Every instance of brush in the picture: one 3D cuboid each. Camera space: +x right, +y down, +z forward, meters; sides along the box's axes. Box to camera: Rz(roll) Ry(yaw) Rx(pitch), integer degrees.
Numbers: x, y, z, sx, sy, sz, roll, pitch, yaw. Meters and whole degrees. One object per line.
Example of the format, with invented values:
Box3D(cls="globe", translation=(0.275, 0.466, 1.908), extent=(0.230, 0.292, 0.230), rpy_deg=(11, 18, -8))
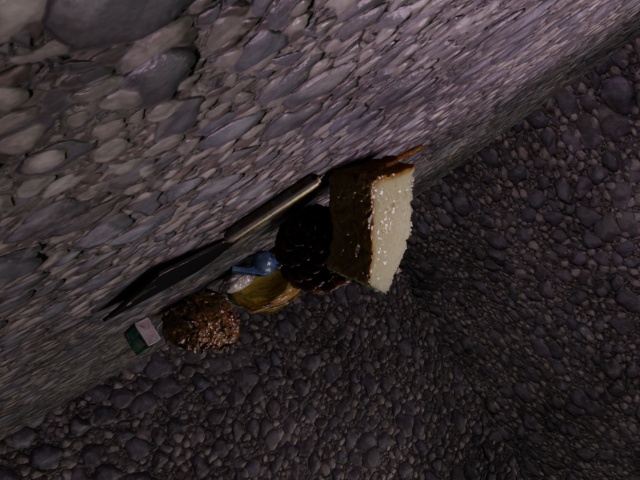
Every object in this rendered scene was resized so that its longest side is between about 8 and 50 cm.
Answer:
Box3D(cls="brush", translation=(0.196, -0.221, 1.909), extent=(0.314, 0.017, 0.090), rpy_deg=(-29, 177, -36))

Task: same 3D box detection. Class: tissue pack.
Box3D(cls="tissue pack", translation=(-0.548, 0.295, 2.082), extent=(0.079, 0.085, 0.111), rpy_deg=(-29, 174, -42))

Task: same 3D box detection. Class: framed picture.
Box3D(cls="framed picture", translation=(-0.323, 0.074, 1.541), extent=(0.244, 0.013, 0.324), rpy_deg=(-35, 177, 36))

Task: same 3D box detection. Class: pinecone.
Box3D(cls="pinecone", translation=(-0.005, 0.015, 1.760), extent=(0.246, 0.246, 0.292), rpy_deg=(-32, 165, -3))

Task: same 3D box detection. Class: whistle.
Box3D(cls="whistle", translation=(-0.200, 0.071, 2.120), extent=(0.158, 0.090, 0.090), rpy_deg=(8, 171, -4))

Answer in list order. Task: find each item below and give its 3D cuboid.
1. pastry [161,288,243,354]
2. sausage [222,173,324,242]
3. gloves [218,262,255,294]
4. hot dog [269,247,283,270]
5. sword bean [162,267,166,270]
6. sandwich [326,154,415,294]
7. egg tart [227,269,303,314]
Box3D(cls="pastry", translation=(-0.388, 0.256, 2.162), extent=(0.275, 0.192, 0.275), rpy_deg=(10, -176, -1))
Box3D(cls="sausage", translation=(-0.104, -0.068, 1.430), extent=(0.269, 0.032, 0.033), rpy_deg=(-33, 175, 11))
Box3D(cls="gloves", translation=(-0.272, 0.128, 2.184), extent=(0.153, 0.070, 0.114), rpy_deg=(-36, -177, -38))
Box3D(cls="hot dog", translation=(-0.085, 0.018, 2.237), extent=(0.249, 0.076, 0.102), rpy_deg=(-29, -143, 34))
Box3D(cls="sword bean", translation=(-0.353, 0.077, 1.480), extent=(0.012, 0.012, 0.083), rpy_deg=(-29, 174, -33))
Box3D(cls="sandwich", translation=(0.120, -0.031, 1.620), extent=(0.131, 0.325, 0.262), rpy_deg=(10, -160, 27))
Box3D(cls="egg tart", translation=(-0.187, 0.171, 2.275), extent=(0.279, 0.094, 0.278), rpy_deg=(-6, -150, 4))
